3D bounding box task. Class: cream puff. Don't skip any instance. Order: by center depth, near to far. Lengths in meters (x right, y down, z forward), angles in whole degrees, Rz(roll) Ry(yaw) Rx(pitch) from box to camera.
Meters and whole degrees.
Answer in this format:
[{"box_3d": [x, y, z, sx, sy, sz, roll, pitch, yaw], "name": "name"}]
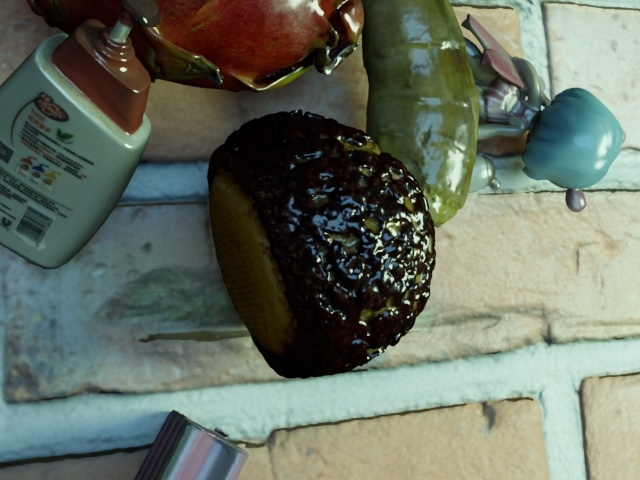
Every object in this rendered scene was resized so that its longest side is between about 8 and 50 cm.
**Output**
[{"box_3d": [0.000, 0.000, 0.706, 0.164, 0.239, 0.239, -19, 90, -21], "name": "cream puff"}]

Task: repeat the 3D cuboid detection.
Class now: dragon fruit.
[{"box_3d": [-0.108, -0.241, 0.697, 0.315, 0.250, 0.250, 26, 76, -3], "name": "dragon fruit"}]

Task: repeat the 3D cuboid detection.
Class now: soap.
[{"box_3d": [-0.143, 0.253, 0.691, 0.065, 0.122, 0.203, 30, 76, -12], "name": "soap"}]

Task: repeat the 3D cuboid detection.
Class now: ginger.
[{"box_3d": [0.097, -0.142, 0.790, 0.116, 0.109, 0.263, -8, 88, 4], "name": "ginger"}]

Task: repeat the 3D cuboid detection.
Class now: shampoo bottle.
[{"box_3d": [-0.206, -0.102, 0.640, 0.153, 0.284, 0.071, 37, 34, -12], "name": "shampoo bottle"}]

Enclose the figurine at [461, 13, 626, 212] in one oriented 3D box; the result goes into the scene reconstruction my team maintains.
[{"box_3d": [0.196, -0.130, 0.857, 0.260, 0.103, 0.205, 35, 72, -2], "name": "figurine"}]
